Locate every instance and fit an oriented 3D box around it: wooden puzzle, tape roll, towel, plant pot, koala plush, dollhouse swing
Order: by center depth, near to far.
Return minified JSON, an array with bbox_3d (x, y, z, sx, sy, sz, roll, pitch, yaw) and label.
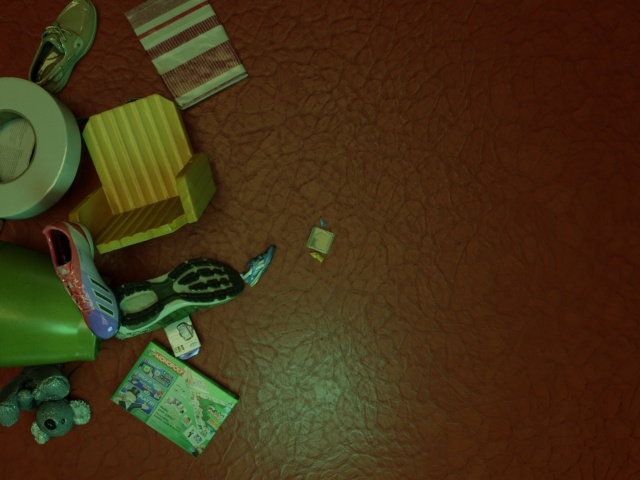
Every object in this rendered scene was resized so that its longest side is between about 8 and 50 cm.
[{"bbox_3d":[-0.513,-0.190,1.475,0.347,0.315,0.304,-15,115,11],"label":"dollhouse swing"},{"bbox_3d":[-0.850,-0.248,1.492,0.393,0.072,0.391,-1,86,9],"label":"tape roll"},{"bbox_3d":[-0.774,0.192,1.493,0.353,0.366,0.366,11,91,-13],"label":"plant pot"},{"bbox_3d":[-0.787,0.475,1.583,0.196,0.203,0.221,-29,113,-13],"label":"koala plush"},{"bbox_3d":[-0.395,-0.582,1.622,0.237,0.037,0.328,-29,94,-3],"label":"towel"},{"bbox_3d":[0.000,0.000,1.660,0.079,0.014,0.116,27,91,-7],"label":"wooden puzzle"}]

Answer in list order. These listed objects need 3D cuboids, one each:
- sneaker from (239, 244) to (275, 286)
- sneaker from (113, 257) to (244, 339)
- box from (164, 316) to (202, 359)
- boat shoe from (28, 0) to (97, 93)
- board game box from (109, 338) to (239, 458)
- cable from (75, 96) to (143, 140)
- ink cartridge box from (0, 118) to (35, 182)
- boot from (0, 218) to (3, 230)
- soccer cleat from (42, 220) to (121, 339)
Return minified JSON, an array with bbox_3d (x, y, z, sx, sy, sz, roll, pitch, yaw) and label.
[{"bbox_3d":[-0.186,0.068,1.635,0.059,0.053,0.144,35,89,0],"label":"sneaker"},{"bbox_3d":[-0.420,0.176,1.570,0.411,0.182,0.158,-14,63,-30],"label":"sneaker"},{"bbox_3d":[-0.412,0.284,1.631,0.081,0.028,0.136,-23,84,-9],"label":"box"},{"bbox_3d":[-0.747,-0.570,1.577,0.109,0.098,0.302,29,90,-2],"label":"boat shoe"},{"bbox_3d":[-0.435,0.474,1.640,0.317,0.046,0.213,35,89,-2],"label":"board game box"},{"bbox_3d":[-0.617,-0.356,1.600,0.288,0.072,0.139,0,91,-2],"label":"cable"},{"bbox_3d":[-0.940,-0.287,1.594,0.331,0.071,0.323,17,90,-4],"label":"ink cartridge box"},{"bbox_3d":[-1.018,0.003,1.593,0.086,0.069,0.189,25,72,4],"label":"boot"},{"bbox_3d":[-0.597,0.102,1.354,0.109,0.116,0.318,-22,86,9],"label":"soccer cleat"}]
